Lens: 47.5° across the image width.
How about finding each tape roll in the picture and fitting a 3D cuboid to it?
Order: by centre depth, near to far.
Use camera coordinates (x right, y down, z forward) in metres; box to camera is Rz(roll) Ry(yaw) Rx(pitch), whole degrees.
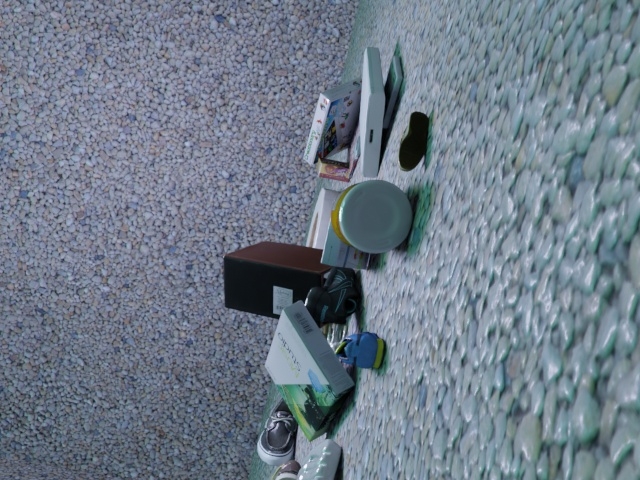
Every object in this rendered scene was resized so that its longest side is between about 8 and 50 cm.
[{"bbox_3d":[0.000,0.000,2.655,0.392,0.072,0.392,-167,90,-85],"label":"tape roll"}]

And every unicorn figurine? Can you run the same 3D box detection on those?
[{"bbox_3d":[0.033,0.263,1.835,0.162,0.060,0.111,40,-119,-78],"label":"unicorn figurine"}]

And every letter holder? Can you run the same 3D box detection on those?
[{"bbox_3d":[-0.080,0.108,1.979,0.214,0.302,0.152,-25,-60,-58],"label":"letter holder"}]

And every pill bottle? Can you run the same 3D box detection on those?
[{"bbox_3d":[0.092,-0.048,1.440,0.246,0.136,0.136,-156,78,-85],"label":"pill bottle"}]

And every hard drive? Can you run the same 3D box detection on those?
[{"bbox_3d":[0.137,-0.354,1.966,0.353,0.047,0.233,-86,-1,-57],"label":"hard drive"}]

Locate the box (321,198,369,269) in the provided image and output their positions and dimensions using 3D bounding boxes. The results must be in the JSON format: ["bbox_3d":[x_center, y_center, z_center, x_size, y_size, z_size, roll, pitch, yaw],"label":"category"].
[{"bbox_3d":[0.069,-0.009,1.652,0.186,0.038,0.145,12,-89,-65],"label":"box"}]

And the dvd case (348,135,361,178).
[{"bbox_3d":[0.114,-0.273,2.396,0.119,0.013,0.087,107,173,-51],"label":"dvd case"}]

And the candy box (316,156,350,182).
[{"bbox_3d":[0.046,-0.247,2.535,0.186,0.109,0.053,-101,22,-75],"label":"candy box"}]

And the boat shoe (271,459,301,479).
[{"bbox_3d":[-0.120,0.753,1.994,0.097,0.117,0.324,-79,7,-71],"label":"boat shoe"}]

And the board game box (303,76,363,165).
[{"bbox_3d":[0.052,-0.419,2.581,0.193,0.053,0.305,-29,-27,-34],"label":"board game box"}]

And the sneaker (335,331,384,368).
[{"bbox_3d":[0.067,0.209,1.424,0.209,0.082,0.069,135,145,-83],"label":"sneaker"}]

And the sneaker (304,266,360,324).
[{"bbox_3d":[0.047,0.139,1.761,0.267,0.106,0.101,-44,-34,-62],"label":"sneaker"}]

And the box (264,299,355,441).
[{"bbox_3d":[-0.035,0.314,1.706,0.232,0.058,0.322,56,154,23],"label":"box"}]

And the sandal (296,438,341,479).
[{"bbox_3d":[-0.020,0.588,1.444,0.169,0.102,0.416,-48,14,50],"label":"sandal"}]

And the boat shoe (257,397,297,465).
[{"bbox_3d":[-0.140,0.623,2.425,0.335,0.121,0.119,-90,9,-75],"label":"boat shoe"}]

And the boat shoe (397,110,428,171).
[{"bbox_3d":[0.175,-0.180,1.378,0.045,0.050,0.135,105,-175,-62],"label":"boat shoe"}]

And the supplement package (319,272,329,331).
[{"bbox_3d":[-0.006,0.167,2.148,0.105,0.105,0.179,-81,6,-49],"label":"supplement package"}]

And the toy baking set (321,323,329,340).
[{"bbox_3d":[-0.036,0.238,2.069,0.197,0.030,0.256,40,135,37],"label":"toy baking set"}]

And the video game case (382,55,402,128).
[{"bbox_3d":[0.183,-0.388,1.898,0.157,0.019,0.143,-87,10,-57],"label":"video game case"}]
